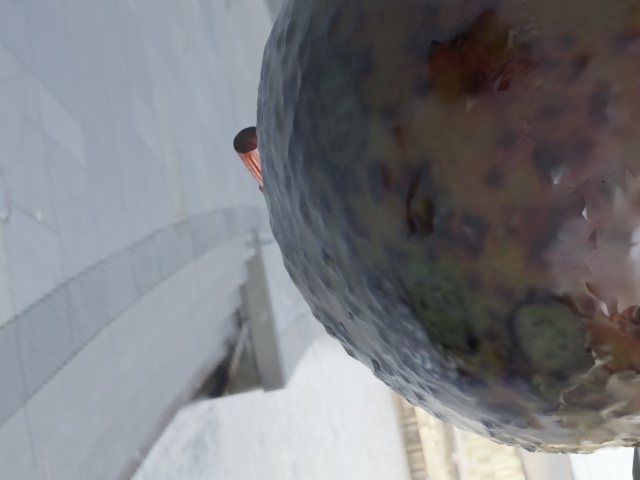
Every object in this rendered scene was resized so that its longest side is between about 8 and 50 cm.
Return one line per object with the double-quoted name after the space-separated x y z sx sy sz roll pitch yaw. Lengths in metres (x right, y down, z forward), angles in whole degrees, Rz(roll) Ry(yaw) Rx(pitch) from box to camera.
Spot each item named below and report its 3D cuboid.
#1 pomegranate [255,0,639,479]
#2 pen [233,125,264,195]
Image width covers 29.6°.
0.130 0.000 0.463 0.285 0.284 0.341 -86 153 -80 "pomegranate"
0.000 0.000 0.898 0.239 0.028 0.028 54 20 -45 "pen"
